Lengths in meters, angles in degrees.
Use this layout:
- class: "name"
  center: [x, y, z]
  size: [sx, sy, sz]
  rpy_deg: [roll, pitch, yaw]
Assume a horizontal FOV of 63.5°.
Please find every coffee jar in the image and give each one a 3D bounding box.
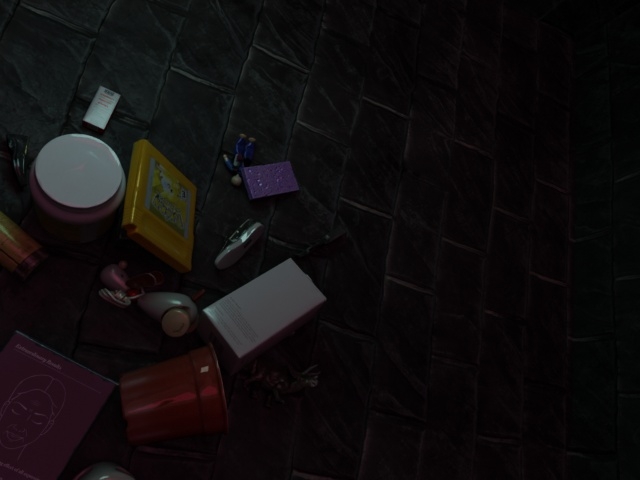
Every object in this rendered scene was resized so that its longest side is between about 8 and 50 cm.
- class: "coffee jar"
  center: [-0.548, -0.011, 1.638]
  size: [0.185, 0.079, 0.096]
  rpy_deg: [11, 64, -23]

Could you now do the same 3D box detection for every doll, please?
- class: "doll"
  center: [-0.290, -0.285, 1.861]
  size: [0.129, 0.046, 0.188]
  rpy_deg: [18, 75, -31]

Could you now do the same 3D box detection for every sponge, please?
- class: "sponge"
  center: [-0.181, -0.219, 1.885]
  size: [0.210, 0.031, 0.117]
  rpy_deg: [-16, 88, -38]

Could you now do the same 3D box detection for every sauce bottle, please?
- class: "sauce bottle"
  center: [-0.922, -0.037, 1.441]
  size: [0.344, 0.111, 0.111]
  rpy_deg: [46, 61, -10]

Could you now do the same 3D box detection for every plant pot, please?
- class: "plant pot"
  center: [-0.425, 0.453, 1.483]
  size: [0.265, 0.272, 0.272]
  rpy_deg: [-9, 80, -19]

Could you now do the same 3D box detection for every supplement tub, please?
- class: "supplement tub"
  center: [-0.684, -0.140, 1.461]
  size: [0.241, 0.331, 0.240]
  rpy_deg: [7, 73, -25]

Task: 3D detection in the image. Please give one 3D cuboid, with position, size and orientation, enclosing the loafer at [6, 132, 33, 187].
- class: "loafer"
  center: [-0.890, -0.241, 1.545]
  size: [0.061, 0.062, 0.170]
  rpy_deg: [-9, 82, -33]

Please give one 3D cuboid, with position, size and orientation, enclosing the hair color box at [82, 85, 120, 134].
- class: "hair color box"
  center: [-0.716, -0.426, 1.691]
  size: [0.072, 0.043, 0.141]
  rpy_deg: [24, 68, -19]

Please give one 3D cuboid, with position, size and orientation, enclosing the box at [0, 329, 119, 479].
- class: "box"
  center: [-0.763, 0.476, 1.321]
  size: [0.294, 0.212, 0.395]
  rpy_deg: [34, 64, -14]

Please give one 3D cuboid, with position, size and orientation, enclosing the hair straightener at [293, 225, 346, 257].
- class: "hair straightener"
  center: [0.000, 0.000, 1.904]
  size: [0.231, 0.089, 0.047]
  rpy_deg: [-24, 70, -27]

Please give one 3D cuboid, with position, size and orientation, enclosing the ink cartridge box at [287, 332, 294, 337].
- class: "ink cartridge box"
  center: [-0.181, 0.253, 1.781]
  size: [0.146, 0.045, 0.179]
  rpy_deg: [-4, 60, -27]

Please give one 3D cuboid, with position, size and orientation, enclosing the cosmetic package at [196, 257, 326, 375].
- class: "cosmetic package"
  center: [-0.186, 0.236, 1.660]
  size: [0.366, 0.155, 0.197]
  rpy_deg: [-28, 70, -36]

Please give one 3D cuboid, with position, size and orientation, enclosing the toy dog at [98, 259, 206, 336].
- class: "toy dog"
  center: [-0.486, 0.155, 1.568]
  size: [0.334, 0.220, 0.161]
  rpy_deg: [37, 85, -23]

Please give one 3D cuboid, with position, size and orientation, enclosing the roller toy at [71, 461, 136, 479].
- class: "roller toy"
  center: [-0.580, 0.702, 1.386]
  size: [0.210, 0.146, 0.191]
  rpy_deg: [3, 84, -32]

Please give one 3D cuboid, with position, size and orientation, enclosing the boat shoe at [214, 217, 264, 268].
- class: "boat shoe"
  center: [-0.289, 0.009, 1.772]
  size: [0.070, 0.077, 0.219]
  rpy_deg: [33, 62, 24]

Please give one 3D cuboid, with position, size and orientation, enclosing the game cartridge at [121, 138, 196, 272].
- class: "game cartridge"
  center: [-0.476, -0.100, 1.572]
  size: [0.285, 0.053, 0.323]
  rpy_deg: [50, 27, -54]

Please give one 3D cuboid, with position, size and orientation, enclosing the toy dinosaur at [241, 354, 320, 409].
- class: "toy dinosaur"
  center: [-0.172, 0.445, 1.697]
  size: [0.314, 0.121, 0.160]
  rpy_deg: [25, 49, -5]
